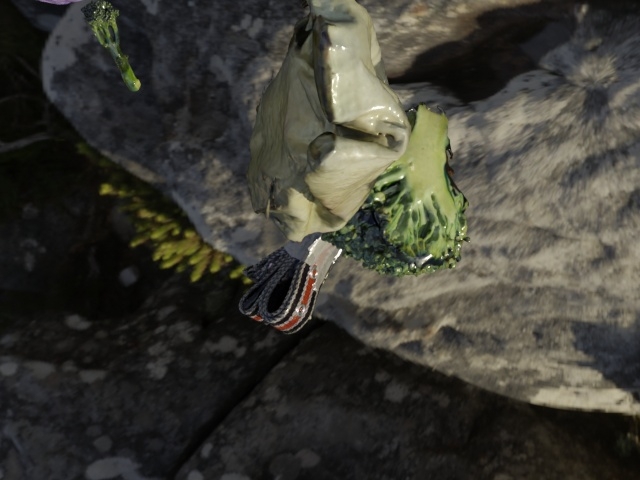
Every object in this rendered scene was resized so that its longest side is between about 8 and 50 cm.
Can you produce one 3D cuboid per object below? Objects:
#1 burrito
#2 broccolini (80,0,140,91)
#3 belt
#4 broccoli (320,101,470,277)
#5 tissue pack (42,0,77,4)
[{"bbox_3d":[0.013,-0.115,0.962,0.135,0.332,0.190,9,78,-10],"label":"burrito"},{"bbox_3d":[-0.395,-0.381,1.861,0.067,0.216,0.058,10,61,24],"label":"broccolini"},{"bbox_3d":[0.000,0.000,1.637,0.126,0.094,0.359,38,92,34],"label":"belt"},{"bbox_3d":[0.094,-0.059,1.386,0.242,0.272,0.180,28,143,-25],"label":"broccoli"},{"bbox_3d":[-0.516,-0.548,1.620,0.160,0.338,0.242,-2,95,26],"label":"tissue pack"}]
